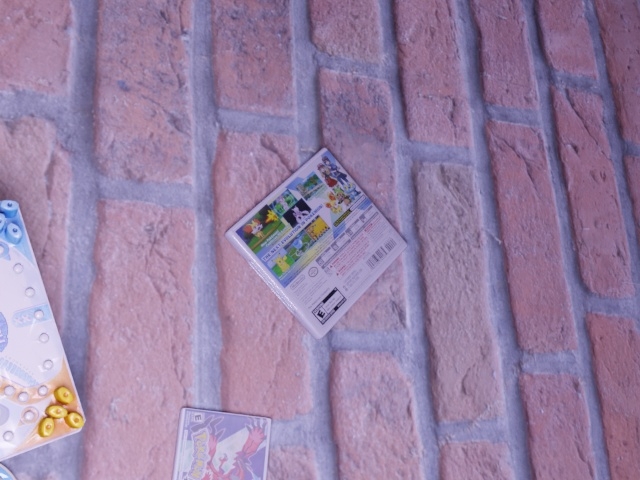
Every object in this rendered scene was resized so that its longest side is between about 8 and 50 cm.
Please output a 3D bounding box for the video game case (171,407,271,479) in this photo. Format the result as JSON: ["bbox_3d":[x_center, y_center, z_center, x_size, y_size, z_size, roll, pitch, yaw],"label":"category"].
[{"bbox_3d":[-0.187,0.427,1.442,0.183,0.023,0.201,13,68,-24],"label":"video game case"}]

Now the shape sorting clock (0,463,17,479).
[{"bbox_3d":[-0.579,0.446,1.219,0.206,0.040,0.206,9,70,-25],"label":"shape sorting clock"}]

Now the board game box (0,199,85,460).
[{"bbox_3d":[-0.582,0.156,1.111,0.390,0.050,0.390,-16,84,-33],"label":"board game box"}]

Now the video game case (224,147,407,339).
[{"bbox_3d":[0.000,0.000,1.674,0.300,0.036,0.329,49,59,-6],"label":"video game case"}]
